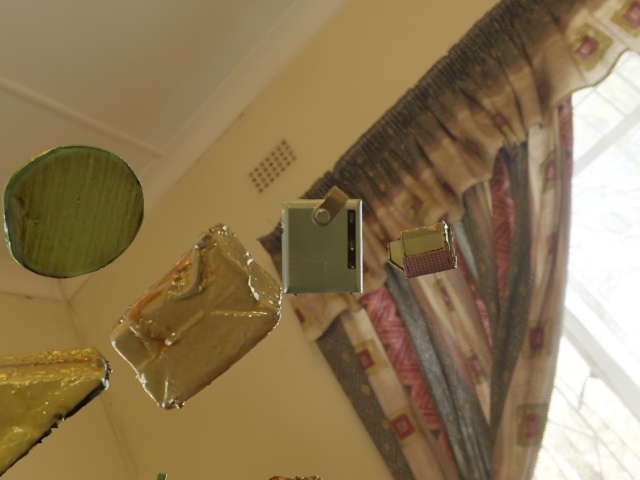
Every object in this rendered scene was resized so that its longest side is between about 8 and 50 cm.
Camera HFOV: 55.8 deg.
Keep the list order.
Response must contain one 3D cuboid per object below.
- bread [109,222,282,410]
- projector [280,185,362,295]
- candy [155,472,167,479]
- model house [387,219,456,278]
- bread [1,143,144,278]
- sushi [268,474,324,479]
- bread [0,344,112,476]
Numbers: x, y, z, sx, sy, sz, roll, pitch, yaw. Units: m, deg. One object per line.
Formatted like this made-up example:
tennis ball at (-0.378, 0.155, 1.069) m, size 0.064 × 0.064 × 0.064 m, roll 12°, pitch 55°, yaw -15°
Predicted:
bread at (-0.308, 0.181, 1.536) m, size 0.390 × 0.279 × 0.371 m, roll -43°, pitch 7°, yaw 4°
projector at (0.000, 0.000, 1.342) m, size 0.177 × 0.243 × 0.163 m, roll 0°, pitch 2°, yaw -4°
candy at (-0.301, 0.521, 1.014) m, size 0.073 × 0.262 × 0.077 m, roll 0°, pitch -42°, yaw 10°
model house at (0.118, 0.019, 0.719) m, size 0.083 × 0.058 × 0.057 m, roll -14°, pitch -24°, yaw 20°
bread at (-0.500, -0.061, 1.244) m, size 0.301 × 0.045 × 0.301 m, roll -23°, pitch -51°, yaw -31°
sushi at (-0.013, 0.305, 0.718) m, size 0.060 × 0.118 × 0.061 m, roll -60°, pitch -20°, yaw -54°
bread at (-0.458, 0.281, 0.996) m, size 0.236 × 0.198 × 0.263 m, roll -10°, pitch 3°, yaw -20°
